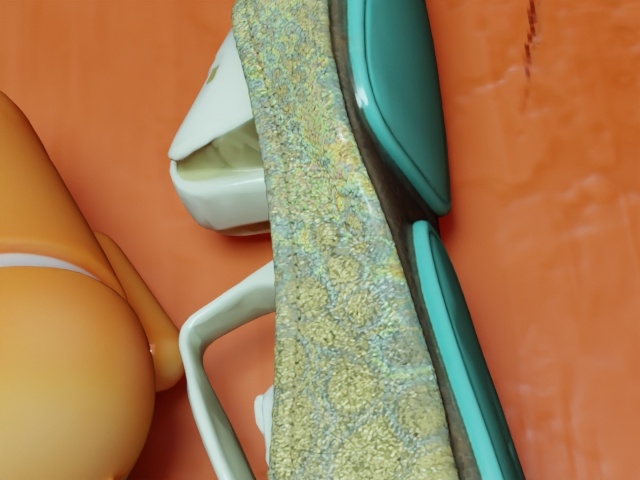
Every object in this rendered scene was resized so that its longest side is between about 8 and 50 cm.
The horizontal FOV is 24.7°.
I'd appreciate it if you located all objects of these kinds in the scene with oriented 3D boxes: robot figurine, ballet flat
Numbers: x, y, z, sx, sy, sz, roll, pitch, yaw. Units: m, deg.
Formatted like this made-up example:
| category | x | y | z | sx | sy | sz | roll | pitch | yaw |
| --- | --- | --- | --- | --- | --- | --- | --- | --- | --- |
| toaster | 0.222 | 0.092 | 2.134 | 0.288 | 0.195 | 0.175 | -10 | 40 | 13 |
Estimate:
| category | x | y | z | sx | sy | sz | roll | pitch | yaw |
| --- | --- | --- | --- | --- | --- | --- | --- | --- | --- |
| robot figurine | -0.139 | 0.025 | 0.517 | 0.128 | 0.158 | 0.219 | -36 | 52 | 0 |
| ballet flat | 0.000 | 0.000 | 0.542 | 0.123 | 0.123 | 0.349 | -9 | 59 | 0 |

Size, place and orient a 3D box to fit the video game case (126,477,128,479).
| category | x | y | z | sx | sy | sz | roll | pitch | yaw |
| --- | --- | --- | --- | --- | --- | --- | --- | --- | --- |
| video game case | -0.110 | 0.165 | 0.507 | 0.119 | 0.015 | 0.166 | -16 | 59 | -3 |
